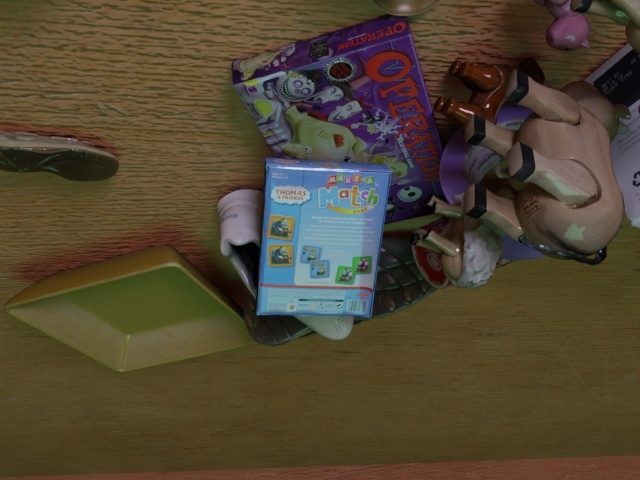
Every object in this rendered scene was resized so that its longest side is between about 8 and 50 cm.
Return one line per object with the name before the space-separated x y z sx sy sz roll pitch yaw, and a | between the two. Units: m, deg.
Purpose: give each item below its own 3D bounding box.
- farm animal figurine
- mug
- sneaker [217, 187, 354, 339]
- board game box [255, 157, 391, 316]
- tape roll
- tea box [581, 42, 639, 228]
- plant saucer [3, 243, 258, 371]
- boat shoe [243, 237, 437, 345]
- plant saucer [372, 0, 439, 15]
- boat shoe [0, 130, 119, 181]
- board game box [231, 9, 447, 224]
farm animal figurine | 0.253 -0.120 0.667 0.172 0.326 0.330 21 160 -15
mug | 0.221 0.004 0.992 0.169 0.113 0.150 -22 168 -20
sneaker | -0.057 0.062 1.014 0.111 0.129 0.297 -32 117 25
board game box | 0.000 0.000 0.897 0.160 0.039 0.211 2 114 -9
tape roll | 0.248 -0.076 0.845 0.189 0.189 0.080 -14 148 15
tea box | 0.536 -0.145 0.735 0.324 0.220 0.329 14 144 -27
plant saucer | -0.311 0.118 1.200 0.333 0.081 0.333 -14 147 16
boat shoe | 0.042 0.084 1.169 0.355 0.132 0.130 -16 171 16
plant saucer | 0.090 -0.266 0.688 0.083 0.015 0.083 -2 148 -1
boat shoe | -0.338 -0.112 0.871 0.153 0.048 0.056 2 136 -21
board game box | 0.050 -0.126 0.882 0.208 0.056 0.347 -16 146 12
